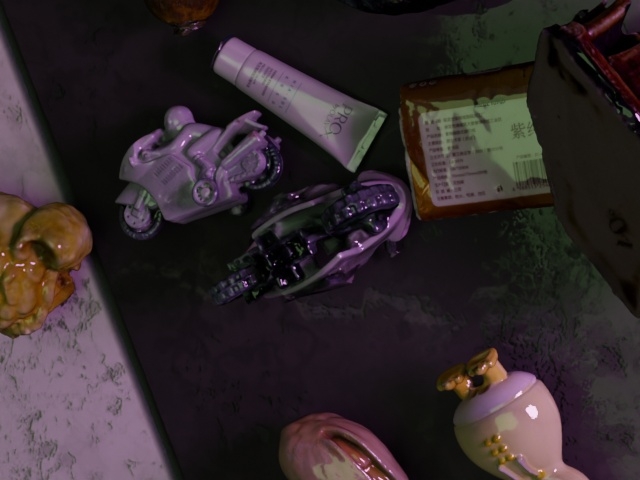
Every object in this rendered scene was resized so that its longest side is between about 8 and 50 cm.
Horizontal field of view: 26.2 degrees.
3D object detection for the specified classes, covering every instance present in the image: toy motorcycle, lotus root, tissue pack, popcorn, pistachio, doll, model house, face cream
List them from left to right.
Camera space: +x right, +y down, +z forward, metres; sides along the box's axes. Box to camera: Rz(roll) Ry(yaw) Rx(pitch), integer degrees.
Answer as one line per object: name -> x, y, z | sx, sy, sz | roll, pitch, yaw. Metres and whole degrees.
popcorn -> -0.477, 0.038, 2.018 | 0.286, 0.174, 0.225 | 10, 117, 11
lotus root -> -0.191, -0.381, 1.853 | 0.120, 0.120, 0.209 | -4, 97, 24
toy motorcycle -> -0.179, -0.108, 1.899 | 0.260, 0.110, 0.171 | -22, 77, 20
face cream -> -0.034, -0.191, 1.848 | 0.244, 0.058, 0.092 | 32, 105, 10
toy motorcycle -> 0.000, 0.000, 1.813 | 0.327, 0.188, 0.143 | -32, 83, 39
pistachio -> 0.040, 0.319, 1.860 | 0.223, 0.126, 0.152 | 36, 144, 10
tissue pack -> 0.221, -0.124, 1.725 | 0.226, 0.092, 0.183 | -6, 96, 25
doll -> 0.264, 0.277, 1.754 | 0.141, 0.117, 0.296 | -33, 84, 27
model house -> 0.409, -0.134, 1.584 | 0.317, 0.282, 0.297 | 52, 158, 10

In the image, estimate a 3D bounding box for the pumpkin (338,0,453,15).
pumpkin -> 0.098, -0.428, 1.658 | 0.315, 0.238, 0.315 | 16, 120, 30
